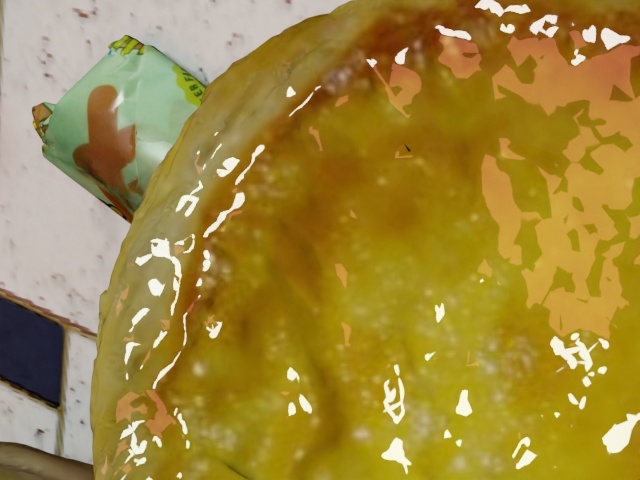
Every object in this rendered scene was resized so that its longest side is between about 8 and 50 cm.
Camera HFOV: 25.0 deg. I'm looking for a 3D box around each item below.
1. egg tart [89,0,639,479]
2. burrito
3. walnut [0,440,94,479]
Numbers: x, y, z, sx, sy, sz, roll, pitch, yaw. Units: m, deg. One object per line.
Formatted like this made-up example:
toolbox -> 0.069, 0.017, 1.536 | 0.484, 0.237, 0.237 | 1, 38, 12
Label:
egg tart -> 0.076, 0.059, 0.456 | 0.319, 0.128, 0.318 | -5, 72, 17
burrito -> 0.000, 0.000, 0.586 | 0.288, 0.054, 0.104 | 39, 123, 17
walnut -> -0.144, 0.277, 0.626 | 0.381, 0.381, 0.381 | 13, 115, 29
